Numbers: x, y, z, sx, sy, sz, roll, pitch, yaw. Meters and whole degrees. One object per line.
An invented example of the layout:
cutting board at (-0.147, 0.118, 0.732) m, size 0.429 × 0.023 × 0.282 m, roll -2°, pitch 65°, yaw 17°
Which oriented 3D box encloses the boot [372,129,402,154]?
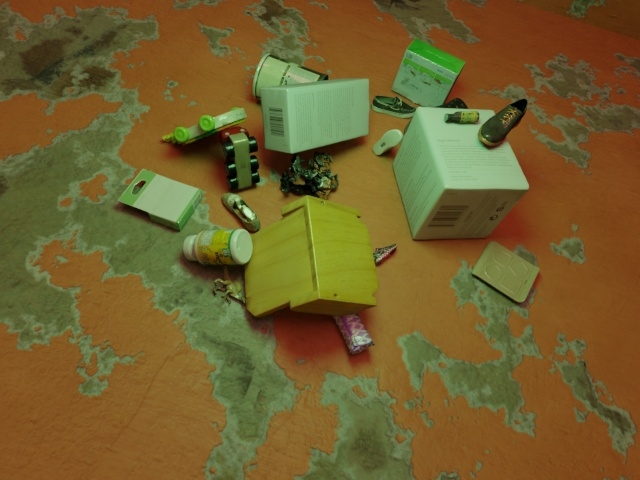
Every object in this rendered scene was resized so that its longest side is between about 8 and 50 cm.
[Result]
boot at (0.300, -0.424, 1.854) m, size 0.086 × 0.190 × 0.069 m, roll -31°, pitch 95°, yaw -28°

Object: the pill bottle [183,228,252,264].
pill bottle at (-0.341, 0.022, 1.457) m, size 0.208 × 0.117 × 0.117 m, roll -1°, pitch 54°, yaw 21°

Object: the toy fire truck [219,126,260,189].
toy fire truck at (-0.316, -0.347, 1.685) m, size 0.159 × 0.217 × 0.246 m, roll -20°, pitch 49°, yaw -21°

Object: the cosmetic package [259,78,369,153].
cosmetic package at (-0.008, -0.499, 1.728) m, size 0.161 × 0.230 × 0.453 m, roll 20°, pitch 31°, yaw 40°

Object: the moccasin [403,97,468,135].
moccasin at (0.506, -0.530, 1.996) m, size 0.380 × 0.147 × 0.139 m, roll -39°, pitch 86°, yaw -32°

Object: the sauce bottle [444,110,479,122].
sauce bottle at (0.509, -0.445, 1.596) m, size 0.128 × 0.042 × 0.042 m, roll -7°, pitch 60°, yaw -13°

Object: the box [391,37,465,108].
box at (0.500, -0.768, 2.079) m, size 0.262 × 0.231 × 0.126 m, roll 29°, pitch 57°, yaw 9°

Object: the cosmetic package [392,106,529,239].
cosmetic package at (0.509, -0.253, 1.694) m, size 0.328 × 0.329 × 0.393 m, roll -2°, pitch 59°, yaw -12°

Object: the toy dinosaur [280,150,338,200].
toy dinosaur at (-0.026, -0.232, 1.700) m, size 0.218 × 0.164 × 0.322 m, roll 17°, pitch 33°, yaw -18°

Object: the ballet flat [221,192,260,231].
ballet flat at (-0.289, -0.120, 1.619) m, size 0.073 × 0.067 × 0.206 m, roll -37°, pitch 70°, yaw -27°

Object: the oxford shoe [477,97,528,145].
oxford shoe at (0.654, -0.431, 1.582) m, size 0.097 × 0.098 × 0.271 m, roll 40°, pitch 58°, yaw 13°

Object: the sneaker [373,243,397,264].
sneaker at (0.233, 0.040, 1.633) m, size 0.119 × 0.047 × 0.057 m, roll -32°, pitch 57°, yaw -27°

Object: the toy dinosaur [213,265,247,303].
toy dinosaur at (-0.309, 0.147, 1.467) m, size 0.093 × 0.053 × 0.183 m, roll -14°, pitch 63°, yaw -38°

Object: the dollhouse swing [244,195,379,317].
dollhouse swing at (-0.040, 0.089, 1.451) m, size 0.315 × 0.305 × 0.346 m, roll 12°, pitch 56°, yaw -34°

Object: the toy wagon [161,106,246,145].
toy wagon at (-0.456, -0.433, 1.713) m, size 0.344 × 0.068 × 0.267 m, roll -16°, pitch 17°, yaw 22°

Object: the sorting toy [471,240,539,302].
sorting toy at (0.698, 0.118, 1.674) m, size 0.208 × 0.038 × 0.193 m, roll 32°, pitch 58°, yaw 16°

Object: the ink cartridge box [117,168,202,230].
ink cartridge box at (-0.573, -0.149, 1.593) m, size 0.235 × 0.056 × 0.171 m, roll 19°, pitch 56°, yaw 6°

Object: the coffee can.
coffee can at (-0.128, -0.663, 1.913) m, size 0.275 × 0.201 × 0.201 m, roll 22°, pitch 57°, yaw 4°

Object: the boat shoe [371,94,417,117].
boat shoe at (0.349, -0.626, 2.057) m, size 0.219 × 0.070 × 0.077 m, roll 7°, pitch 57°, yaw -6°

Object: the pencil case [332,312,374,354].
pencil case at (0.090, 0.269, 1.429) m, size 0.088 × 0.086 × 0.206 m, roll 14°, pitch 40°, yaw -52°
